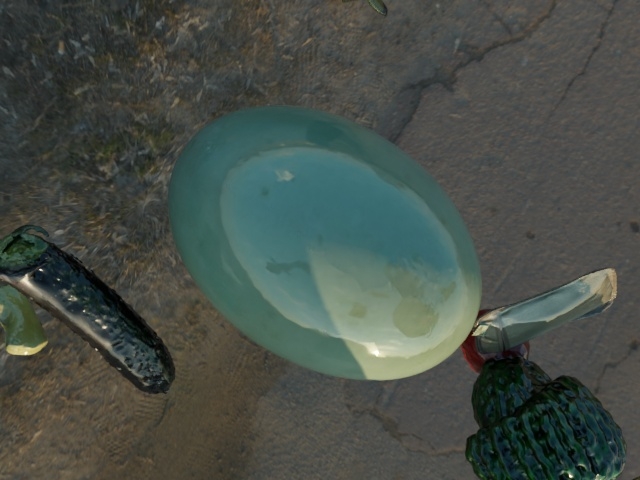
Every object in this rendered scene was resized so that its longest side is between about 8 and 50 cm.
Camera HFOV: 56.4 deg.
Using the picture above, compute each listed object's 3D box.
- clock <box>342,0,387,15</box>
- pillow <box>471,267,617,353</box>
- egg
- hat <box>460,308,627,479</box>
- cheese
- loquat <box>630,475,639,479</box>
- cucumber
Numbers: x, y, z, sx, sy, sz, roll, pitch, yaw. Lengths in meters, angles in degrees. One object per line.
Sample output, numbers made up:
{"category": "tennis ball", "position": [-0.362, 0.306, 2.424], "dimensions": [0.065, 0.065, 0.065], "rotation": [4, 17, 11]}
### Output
{"category": "clock", "position": [0.048, -0.366, 0.693], "dimensions": [0.069, 0.232, 0.169], "rotation": [-3, 78, 13]}
{"category": "pillow", "position": [0.341, 0.109, 0.908], "dimensions": [0.233, 0.038, 0.130], "rotation": [-24, 138, 6]}
{"category": "egg", "position": [0.000, 0.000, 0.688], "dimensions": [0.389, 0.276, 0.276], "rotation": [33, 83, 15]}
{"category": "hat", "position": [0.326, 0.274, 1.007], "dimensions": [0.242, 0.274, 0.332], "rotation": [-22, 63, -6]}
{"category": "cheese", "position": [-0.323, 0.084, 0.630], "dimensions": [0.030, 0.044, 0.083], "rotation": [-44, 71, 25]}
{"category": "loquat", "position": [0.283, 0.291, 0.414], "dimensions": [0.244, 0.244, 0.243], "rotation": [-1, 94, -16]}
{"category": "cucumber", "position": [-0.225, 0.082, 0.617], "dimensions": [0.067, 0.067, 0.245], "rotation": [-45, 124, -9]}
